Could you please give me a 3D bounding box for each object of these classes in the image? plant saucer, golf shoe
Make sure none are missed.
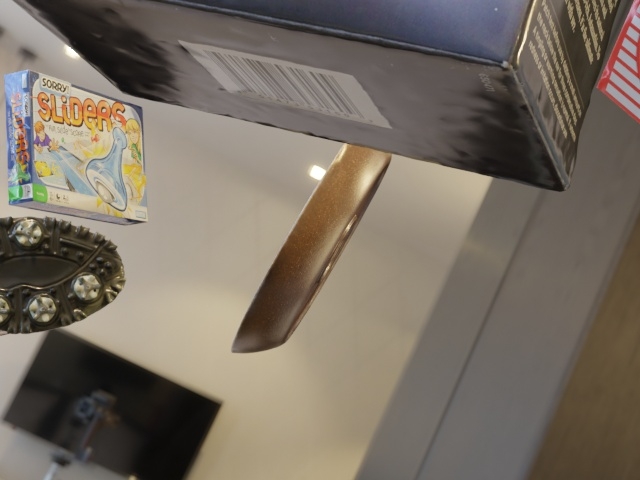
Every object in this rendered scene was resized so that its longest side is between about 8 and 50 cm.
[{"bbox_3d":[0.000,0.000,1.394,0.050,0.311,0.310,29,-11,3],"label":"plant saucer"},{"bbox_3d":[-0.312,0.044,1.150,0.273,0.105,0.120,-10,-7,-5],"label":"golf shoe"}]

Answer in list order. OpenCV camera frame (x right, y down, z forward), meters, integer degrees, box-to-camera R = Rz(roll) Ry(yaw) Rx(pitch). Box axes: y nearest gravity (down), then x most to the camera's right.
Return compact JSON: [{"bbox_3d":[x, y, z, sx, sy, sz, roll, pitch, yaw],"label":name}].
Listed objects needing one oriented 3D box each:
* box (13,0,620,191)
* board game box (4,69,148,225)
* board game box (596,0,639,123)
[{"bbox_3d":[0.021,-0.217,0.677,0.296,0.294,0.183,14,-12,22],"label":"box"},{"bbox_3d":[-0.257,-0.094,1.347,0.035,0.136,0.201,-8,-8,26],"label":"board game box"},{"bbox_3d":[0.319,-0.130,0.993,0.045,0.147,0.193,-13,46,-32],"label":"board game box"}]
